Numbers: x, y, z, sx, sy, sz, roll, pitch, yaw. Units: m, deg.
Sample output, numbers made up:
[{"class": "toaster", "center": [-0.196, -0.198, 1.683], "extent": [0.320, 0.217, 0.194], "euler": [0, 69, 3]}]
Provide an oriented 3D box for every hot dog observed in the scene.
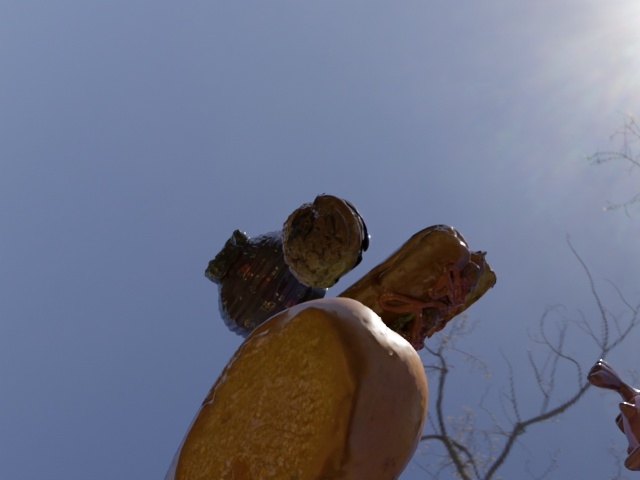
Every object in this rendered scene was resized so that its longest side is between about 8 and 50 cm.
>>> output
[{"class": "hot dog", "center": [0.094, 0.119, 1.022], "extent": [0.348, 0.158, 0.117], "euler": [-38, -133, 16]}]

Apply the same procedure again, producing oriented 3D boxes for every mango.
[{"class": "mango", "center": [-0.022, 0.125, 0.412], "extent": [0.217, 0.102, 0.141], "euler": [-46, -146, 26]}]

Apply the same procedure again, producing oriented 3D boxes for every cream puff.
[{"class": "cream puff", "center": [0.000, 0.000, 0.982], "extent": [0.119, 0.104, 0.133], "euler": [31, -85, 25]}]

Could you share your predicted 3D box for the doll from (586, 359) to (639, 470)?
[{"class": "doll", "center": [0.379, 0.220, 0.725], "extent": [0.262, 0.211, 0.093], "euler": [44, -67, 30]}]

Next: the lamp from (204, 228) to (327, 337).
[{"class": "lamp", "center": [-0.110, 0.084, 1.407], "extent": [0.246, 0.247, 0.247], "euler": [-17, -118, 35]}]
